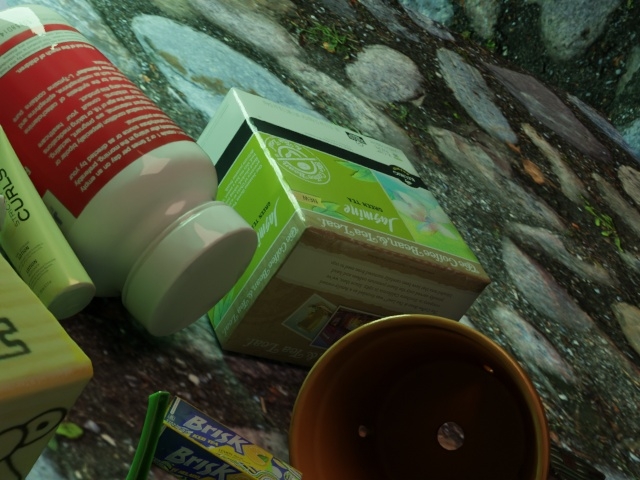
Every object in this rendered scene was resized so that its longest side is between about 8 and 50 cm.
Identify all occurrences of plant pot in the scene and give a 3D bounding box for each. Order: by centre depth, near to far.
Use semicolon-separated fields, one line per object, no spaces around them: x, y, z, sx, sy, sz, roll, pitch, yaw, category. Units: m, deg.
0.131;0.235;1.415;0.291;0.291;0.203;43;8;17;plant pot

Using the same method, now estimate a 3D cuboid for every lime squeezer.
-0.158;0.303;1.110;0.059;0.109;0.311;26;52;-58;lime squeezer

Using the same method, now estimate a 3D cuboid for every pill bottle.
-0.275;-0.081;1.485;0.407;0.229;0.229;43;26;17;pill bottle

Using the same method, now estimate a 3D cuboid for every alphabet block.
-0.355;0.127;1.058;0.193;0.192;0.197;47;26;20;alphabet block

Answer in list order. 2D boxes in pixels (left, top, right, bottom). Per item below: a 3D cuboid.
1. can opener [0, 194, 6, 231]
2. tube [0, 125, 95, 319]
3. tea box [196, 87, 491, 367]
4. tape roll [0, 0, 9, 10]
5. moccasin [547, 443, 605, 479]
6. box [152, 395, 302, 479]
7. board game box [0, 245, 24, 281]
-0.463;-0.059;1.267;0.283;0.076;0.095;25;26;-19;can opener
-0.334;-0.018;1.358;0.070;0.062;0.240;-28;64;-18;tube
0.000;0.000;1.699;0.329;0.220;0.324;16;32;-37;tea box
-0.566;-0.315;1.704;0.274;0.090;0.275;28;25;-14;tape roll
0.294;0.346;1.537;0.139;0.147;0.380;27;4;1;moccasin
-0.106;0.243;1.327;0.169;0.054;0.059;32;24;-6;box
-0.533;-0.027;1.274;0.390;0.050;0.390;0;42;-51;board game box
